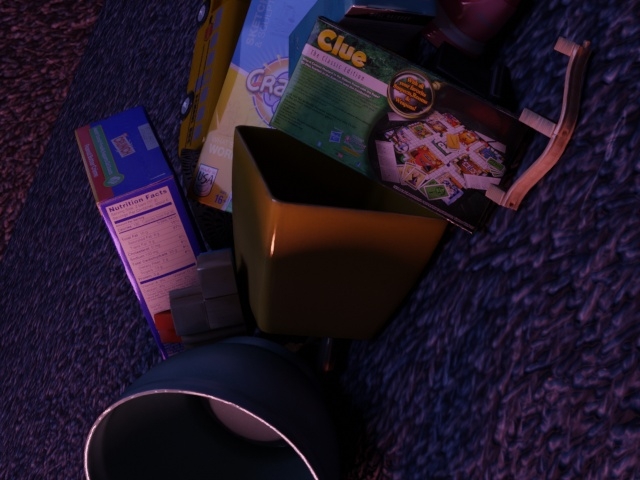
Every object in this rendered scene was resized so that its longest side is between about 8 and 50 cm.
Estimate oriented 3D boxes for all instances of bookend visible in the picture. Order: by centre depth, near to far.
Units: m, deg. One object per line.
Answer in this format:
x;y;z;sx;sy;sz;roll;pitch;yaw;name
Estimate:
0.101;-0.163;1.440;0.157;0.156;0.072;-51;13;37;bookend

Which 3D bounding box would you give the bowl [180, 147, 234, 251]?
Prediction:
-0.148;-0.072;1.963;0.170;0.080;0.170;-17;-90;-85;bowl

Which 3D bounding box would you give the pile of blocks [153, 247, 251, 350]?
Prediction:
-0.154;0.096;1.659;0.362;0.113;0.149;86;173;-64;pile of blocks

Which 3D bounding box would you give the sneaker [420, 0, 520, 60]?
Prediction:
0.176;-0.354;1.520;0.136;0.116;0.314;-38;47;35;sneaker

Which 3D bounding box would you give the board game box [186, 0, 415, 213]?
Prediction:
-0.028;-0.171;1.707;0.242;0.064;0.316;19;91;36;board game box

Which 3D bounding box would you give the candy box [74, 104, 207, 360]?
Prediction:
-0.236;-0.001;1.872;0.268;0.122;0.317;-120;11;-59;candy box

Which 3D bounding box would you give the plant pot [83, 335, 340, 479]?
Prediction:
-0.102;0.234;1.502;0.293;0.293;0.196;-52;5;36;plant pot

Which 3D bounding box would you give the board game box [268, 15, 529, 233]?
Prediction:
0.084;-0.127;1.391;0.136;0.260;0.030;-64;-12;18;board game box

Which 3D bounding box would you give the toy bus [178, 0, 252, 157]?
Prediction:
-0.147;-0.273;2.094;0.130;0.108;0.332;-28;49;56;toy bus

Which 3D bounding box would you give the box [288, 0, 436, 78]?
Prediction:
0.042;-0.250;1.496;0.244;0.100;0.060;147;124;-68;box

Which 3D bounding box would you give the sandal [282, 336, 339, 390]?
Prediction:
-0.040;0.166;1.632;0.219;0.060;0.090;-47;35;42;sandal

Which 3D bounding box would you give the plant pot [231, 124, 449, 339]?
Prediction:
0.000;0.000;1.514;0.212;0.212;0.187;-119;40;-58;plant pot

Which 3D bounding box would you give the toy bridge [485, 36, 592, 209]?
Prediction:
0.231;-0.117;1.307;0.063;0.026;0.188;43;113;56;toy bridge
